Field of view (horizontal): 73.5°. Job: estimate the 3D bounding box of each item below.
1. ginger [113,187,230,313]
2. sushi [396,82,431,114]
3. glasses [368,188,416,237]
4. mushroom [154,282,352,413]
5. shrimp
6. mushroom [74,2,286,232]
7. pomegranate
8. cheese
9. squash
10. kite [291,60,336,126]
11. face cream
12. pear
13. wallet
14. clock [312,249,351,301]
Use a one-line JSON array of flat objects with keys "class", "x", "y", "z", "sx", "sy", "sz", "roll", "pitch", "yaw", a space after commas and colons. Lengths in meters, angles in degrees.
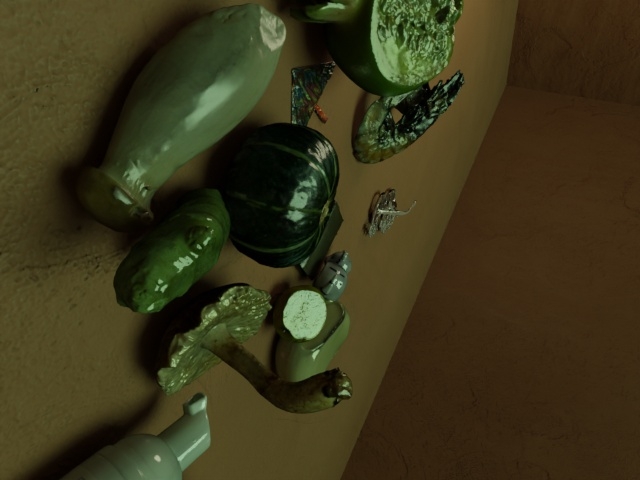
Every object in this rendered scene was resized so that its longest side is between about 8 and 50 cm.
[{"class": "ginger", "x": -0.175, "y": 0.004, "z": 0.540, "sx": 0.137, "sy": 0.290, "sz": 0.089, "roll": -25, "pitch": 110, "yaw": -8}, {"class": "sushi", "x": 0.230, "y": -0.444, "z": 1.170, "sx": 0.109, "sy": 0.134, "sz": 0.273, "roll": -38, "pitch": 165, "yaw": 4}, {"class": "glasses", "x": 0.242, "y": -0.083, "z": 1.490, "sx": 0.255, "sy": 0.095, "sz": 0.162, "roll": -19, "pitch": 133, "yaw": -57}, {"class": "mushroom", "x": -0.140, "y": 0.199, "z": 0.683, "sx": 0.208, "sy": 0.301, "sz": 0.233, "roll": 30, "pitch": 96, "yaw": -38}, {"class": "shrimp", "x": 0.234, "y": -0.345, "z": 1.147, "sx": 0.365, "sy": 0.071, "sz": 0.233, "roll": -40, "pitch": 151, "yaw": 7}, {"class": "mushroom", "x": -0.164, "y": -0.164, "z": 0.533, "sx": 0.350, "sy": 0.128, "sz": 0.128, "roll": -57, "pitch": 154, "yaw": -13}, {"class": "pomegranate", "x": 0.090, "y": -0.434, "z": 0.788, "sx": 0.358, "sy": 0.216, "sz": 0.310, "roll": -8, "pitch": 120, "yaw": -30}, {"class": "cheese", "x": -0.019, "y": 0.284, "z": 1.183, "sx": 0.266, "sy": 0.127, "sz": 0.233, "roll": -46, "pitch": 150, "yaw": -38}, {"class": "squash", "x": -0.063, "y": -0.077, "z": 0.747, "sx": 0.252, "sy": 0.165, "sz": 0.252, "roll": 18, "pitch": 90, "yaw": -82}, {"class": "kite", "x": -0.016, "y": -0.297, "z": 0.881, "sx": 0.232, "sy": 0.009, "sz": 0.189, "roll": -66, "pitch": 155, "yaw": -8}, {"class": "face cream", "x": -0.293, "y": 0.371, "z": 0.609, "sx": 0.369, "sy": 0.145, "sz": 0.145, "roll": -30, "pitch": 135, "yaw": -47}, {"class": "pear", "x": -0.059, "y": 0.174, "z": 1.037, "sx": 0.141, "sy": 0.104, "sz": 0.141, "roll": 2, "pitch": 87, "yaw": -37}, {"class": "wallet", "x": 0.000, "y": 0.000, "z": 1.115, "sx": 0.198, "sy": 0.031, "sz": 0.110, "roll": -62, "pitch": 155, "yaw": -18}, {"class": "clock", "x": 0.038, "y": 0.085, "z": 1.137, "sx": 0.117, "sy": 0.080, "sz": 0.176, "roll": -61, "pitch": 180, "yaw": 9}]
